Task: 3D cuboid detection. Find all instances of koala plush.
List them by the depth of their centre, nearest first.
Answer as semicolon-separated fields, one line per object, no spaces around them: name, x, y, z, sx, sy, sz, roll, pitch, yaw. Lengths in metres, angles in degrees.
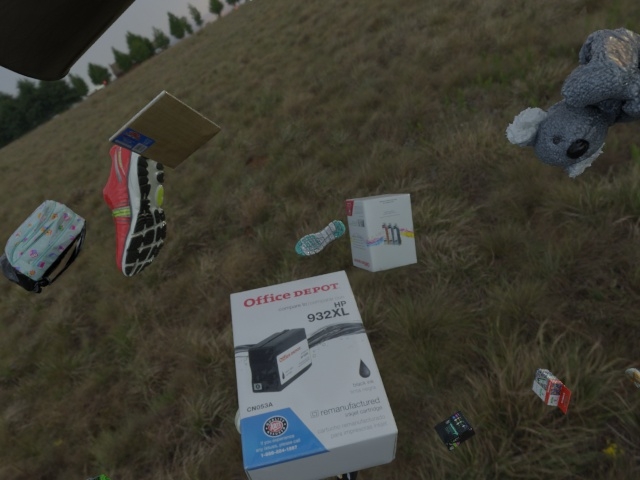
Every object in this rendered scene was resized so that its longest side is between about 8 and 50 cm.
koala plush;0.443;-0.207;0.726;0.221;0.196;0.204;119;172;-51

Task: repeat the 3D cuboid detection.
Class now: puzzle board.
puzzle board;-0.204;-0.145;0.592;0.096;0.011;0.128;-35;-16;12

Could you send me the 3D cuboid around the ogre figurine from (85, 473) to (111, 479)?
ogre figurine;-0.325;0.394;0.518;0.118;0.097;0.197;-32;46;11

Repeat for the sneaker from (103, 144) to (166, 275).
sneaker;-0.399;-0.067;0.925;0.118;0.280;0.107;11;9;19

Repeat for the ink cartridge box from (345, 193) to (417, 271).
ink cartridge box;0.150;-0.022;1.108;0.127;0.177;0.128;-9;8;-17

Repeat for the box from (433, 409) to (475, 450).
box;0.345;0.487;1.128;0.083;0.062;0.052;-33;42;0

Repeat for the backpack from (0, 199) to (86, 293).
backpack;-0.603;0.005;0.960;0.151;0.115;0.182;27;77;46

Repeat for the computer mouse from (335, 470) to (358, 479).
computer mouse;0.069;0.574;1.149;0.060;0.262;0.184;1;8;6

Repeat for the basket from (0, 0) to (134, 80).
basket;-0.157;-0.241;0.273;0.226;0.204;0.154;-26;58;11

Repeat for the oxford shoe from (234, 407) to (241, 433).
oxford shoe;-0.060;0.498;1.395;0.130;0.169;0.449;17;24;39

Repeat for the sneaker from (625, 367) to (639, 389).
sneaker;0.597;0.250;0.820;0.037;0.083;0.032;-45;40;5

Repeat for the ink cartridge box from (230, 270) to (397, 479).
ink cartridge box;-0.025;0.221;0.744;0.222;0.129;0.308;-11;46;-5

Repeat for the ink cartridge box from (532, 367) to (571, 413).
ink cartridge box;0.576;0.375;1.101;0.029;0.063;0.115;7;10;-2

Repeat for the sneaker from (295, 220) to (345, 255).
sneaker;0.000;0.000;1.360;0.166;0.065;0.076;-26;-6;-7
